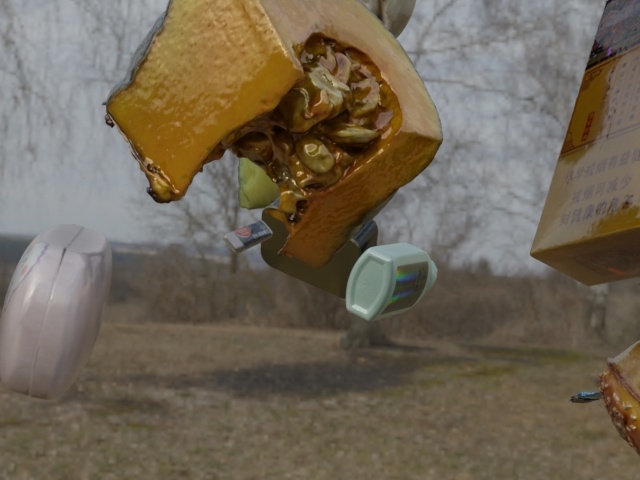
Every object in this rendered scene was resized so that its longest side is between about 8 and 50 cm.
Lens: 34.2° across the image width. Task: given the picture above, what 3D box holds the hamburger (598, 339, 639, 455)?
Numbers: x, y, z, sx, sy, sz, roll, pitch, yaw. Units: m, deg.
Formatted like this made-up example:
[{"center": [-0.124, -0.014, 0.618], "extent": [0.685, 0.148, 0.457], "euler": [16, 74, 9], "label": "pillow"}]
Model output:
[{"center": [0.418, 0.199, 1.167], "extent": [0.237, 0.147, 0.237], "euler": [24, 17, -8], "label": "hamburger"}]

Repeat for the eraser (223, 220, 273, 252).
[{"center": [-0.090, -0.006, 1.313], "extent": [0.027, 0.019, 0.099], "euler": [48, 31, 10], "label": "eraser"}]

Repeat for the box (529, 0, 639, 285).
[{"center": [0.435, -0.162, 1.328], "extent": [0.116, 0.415, 0.264], "euler": [26, -19, -17], "label": "box"}]

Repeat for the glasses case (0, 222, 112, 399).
[{"center": [-0.213, 0.050, 0.852], "extent": [0.075, 0.113, 0.297], "euler": [14, 2, -9], "label": "glasses case"}]

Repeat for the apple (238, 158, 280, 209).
[{"center": [-0.077, -0.192, 2.277], "extent": [0.193, 0.264, 0.120], "euler": [12, 20, 27], "label": "apple"}]

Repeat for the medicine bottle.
[{"center": [0.130, 0.067, 1.795], "extent": [0.083, 0.121, 0.229], "euler": [24, 14, 24], "label": "medicine bottle"}]

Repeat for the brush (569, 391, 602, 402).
[{"center": [0.485, 0.257, 1.765], "extent": [0.051, 0.014, 0.164], "euler": [3, -18, -20], "label": "brush"}]

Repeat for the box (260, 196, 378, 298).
[{"center": [0.000, 0.000, 1.857], "extent": [0.201, 0.144, 0.090], "euler": [22, 43, 21], "label": "box"}]

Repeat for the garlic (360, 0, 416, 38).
[{"center": [0.067, -0.441, 1.856], "extent": [0.237, 0.292, 0.210], "euler": [26, 1, 17], "label": "garlic"}]

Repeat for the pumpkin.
[{"center": [-0.044, -0.141, 1.077], "extent": [0.303, 0.256, 0.225], "euler": [27, -55, -36], "label": "pumpkin"}]
